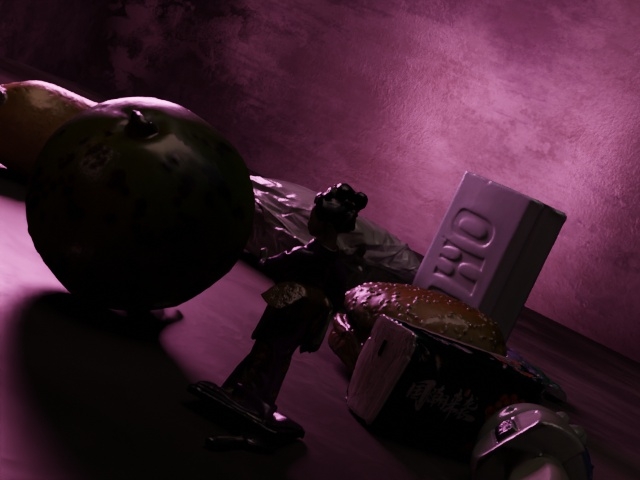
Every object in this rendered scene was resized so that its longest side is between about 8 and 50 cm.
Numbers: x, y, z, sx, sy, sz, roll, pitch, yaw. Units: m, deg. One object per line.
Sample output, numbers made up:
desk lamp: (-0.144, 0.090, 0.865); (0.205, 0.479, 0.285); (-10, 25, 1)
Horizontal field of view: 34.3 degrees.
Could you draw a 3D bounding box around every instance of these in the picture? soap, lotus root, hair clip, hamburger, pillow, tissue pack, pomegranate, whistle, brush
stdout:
soap: (0.229, 0.047, 1.522); (0.087, 0.265, 0.160); (20, 7, -40)
lotus root: (-0.371, -0.142, 1.450); (0.146, 0.131, 0.303); (-1, -14, 42)
hair clip: (0.300, 0.200, 1.594); (0.195, 0.052, 0.124); (31, 13, -19)
hamburger: (0.107, 0.112, 1.165); (0.189, 0.122, 0.215); (21, 4, -17)
pillow: (0.000, 0.000, 1.647); (0.283, 0.138, 0.310); (19, 5, -45)
tissue pack: (0.119, 0.145, 1.001); (0.170, 0.103, 0.090); (21, 11, -26)
pomegranate: (-0.167, -0.016, 0.981); (0.211, 0.263, 0.211); (2, 48, -3)
whistle: (0.176, 0.191, 0.859); (0.092, 0.110, 0.244); (59, 5, 0)
brush: (-0.056, 0.145, 0.748); (0.024, 0.008, 0.083); (30, 7, 33)

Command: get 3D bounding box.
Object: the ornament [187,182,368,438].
ornament: (-0.027, 0.047, 0.815); (0.081, 0.203, 0.088); (18, -2, 18)
